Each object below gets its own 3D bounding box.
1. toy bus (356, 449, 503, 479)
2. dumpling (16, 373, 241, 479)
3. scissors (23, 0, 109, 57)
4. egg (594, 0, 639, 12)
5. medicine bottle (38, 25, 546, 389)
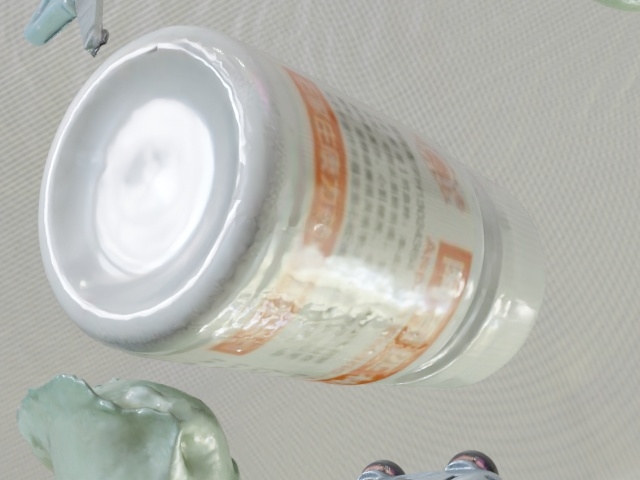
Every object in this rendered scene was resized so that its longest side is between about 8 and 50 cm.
[{"bbox_3d":[0.105,0.384,1.269,0.287,0.194,0.232,-17,-95,33],"label":"toy bus"},{"bbox_3d":[-0.113,0.145,0.668,0.104,0.149,0.217,-31,-41,-17],"label":"dumpling"},{"bbox_3d":[-0.187,-0.205,0.872,0.029,0.360,0.191,35,-77,-27],"label":"scissors"},{"bbox_3d":[0.288,-0.271,0.979,0.152,0.114,0.114,36,-75,24],"label":"egg"},{"bbox_3d":[0.000,0.000,0.776,0.371,0.211,0.211,18,-69,-51],"label":"medicine bottle"}]
